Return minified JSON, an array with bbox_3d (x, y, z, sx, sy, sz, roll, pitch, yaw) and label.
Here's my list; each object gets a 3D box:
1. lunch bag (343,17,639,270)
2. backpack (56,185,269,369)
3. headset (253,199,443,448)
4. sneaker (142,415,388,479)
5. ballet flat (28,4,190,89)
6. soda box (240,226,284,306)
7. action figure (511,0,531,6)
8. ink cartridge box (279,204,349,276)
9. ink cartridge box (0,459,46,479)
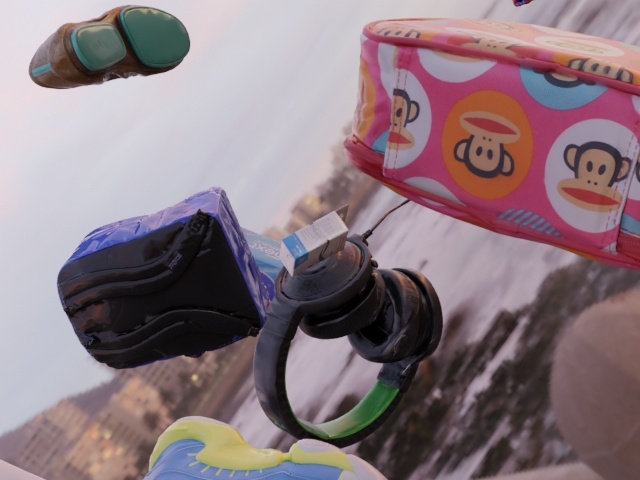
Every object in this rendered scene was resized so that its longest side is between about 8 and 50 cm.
[{"bbox_3d":[0.189,-0.078,0.771,0.258,0.293,0.120,-17,-58,-50],"label":"lunch bag"},{"bbox_3d":[-0.103,0.027,0.746,0.120,0.098,0.101,-20,15,7],"label":"backpack"},{"bbox_3d":[0.072,0.080,1.447,0.185,0.243,0.394,16,81,48],"label":"headset"},{"bbox_3d":[-0.056,0.229,0.960,0.126,0.240,0.091,-50,-45,-40],"label":"sneaker"},{"bbox_3d":[-0.323,-0.280,1.713,0.124,0.116,0.342,-19,10,25],"label":"ballet flat"},{"bbox_3d":[-0.072,0.044,1.591,0.071,0.210,0.067,-43,-31,-58],"label":"soda box"},{"bbox_3d":[0.267,-0.328,1.491,0.030,0.038,0.115,-28,4,-5],"label":"action figure"},{"bbox_3d":[0.000,0.000,1.196,0.083,0.028,0.048,-29,-18,-17],"label":"ink cartridge box"},{"bbox_3d":[-0.281,0.239,0.960,0.225,0.181,0.056,119,175,-56],"label":"ink cartridge box"}]
